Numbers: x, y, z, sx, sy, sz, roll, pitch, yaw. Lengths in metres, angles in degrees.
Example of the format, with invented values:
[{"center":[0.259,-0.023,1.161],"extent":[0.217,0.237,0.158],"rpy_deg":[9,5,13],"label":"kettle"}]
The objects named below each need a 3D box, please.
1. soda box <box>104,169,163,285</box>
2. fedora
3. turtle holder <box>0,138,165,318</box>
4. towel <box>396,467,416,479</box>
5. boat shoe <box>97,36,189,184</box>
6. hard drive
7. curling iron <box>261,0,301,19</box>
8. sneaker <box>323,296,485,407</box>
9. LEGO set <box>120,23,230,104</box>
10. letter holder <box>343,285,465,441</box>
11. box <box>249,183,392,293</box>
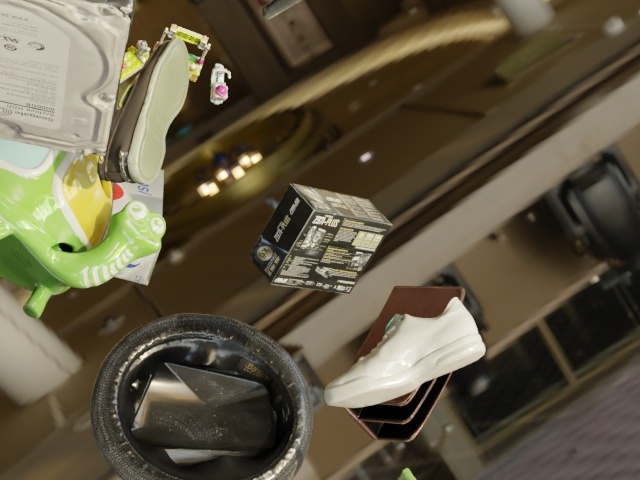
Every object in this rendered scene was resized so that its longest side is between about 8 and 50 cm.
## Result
[{"center":[-0.347,-0.040,2.315],"extent":[0.286,0.098,0.091],"rpy_deg":[-99,-151,-58],"label":"soda box"},{"center":[-0.184,0.274,1.924],"extent":[0.334,0.334,0.152],"rpy_deg":[-38,170,-22],"label":"fedora"},{"center":[-0.390,-0.053,1.736],"extent":[0.320,0.243,0.227],"rpy_deg":[2,-133,49],"label":"turtle holder"},{"center":[0.139,0.395,1.702],"extent":[0.023,0.152,0.113],"rpy_deg":[-12,145,-40],"label":"towel"},{"center":[-0.229,-0.172,1.636],"extent":[0.069,0.081,0.227],"rpy_deg":[-1,-125,22],"label":"boat shoe"},{"center":[-0.312,-0.191,1.250],"extent":[0.339,0.237,0.064],"rpy_deg":[127,-28,-67],"label":"hard drive"},{"center":[0.019,-0.356,1.612],"extent":[0.274,0.035,0.068],"rpy_deg":[-34,-146,39],"label":"curling iron"},{"center":[0.095,0.140,1.583],"extent":[0.212,0.094,0.080],"rpy_deg":[-24,159,8],"label":"sneaker"},{"center":[-0.300,-0.321,2.277],"extent":[0.287,0.132,0.107],"rpy_deg":[-2,160,-22],"label":"LEGO set"},{"center":[0.206,0.254,2.618],"extent":[0.214,0.152,0.302],"rpy_deg":[-4,-134,46],"label":"letter holder"},{"center":[0.000,0.000,2.024],"extent":[0.180,0.077,0.147],"rpy_deg":[9,120,-43],"label":"box"}]
